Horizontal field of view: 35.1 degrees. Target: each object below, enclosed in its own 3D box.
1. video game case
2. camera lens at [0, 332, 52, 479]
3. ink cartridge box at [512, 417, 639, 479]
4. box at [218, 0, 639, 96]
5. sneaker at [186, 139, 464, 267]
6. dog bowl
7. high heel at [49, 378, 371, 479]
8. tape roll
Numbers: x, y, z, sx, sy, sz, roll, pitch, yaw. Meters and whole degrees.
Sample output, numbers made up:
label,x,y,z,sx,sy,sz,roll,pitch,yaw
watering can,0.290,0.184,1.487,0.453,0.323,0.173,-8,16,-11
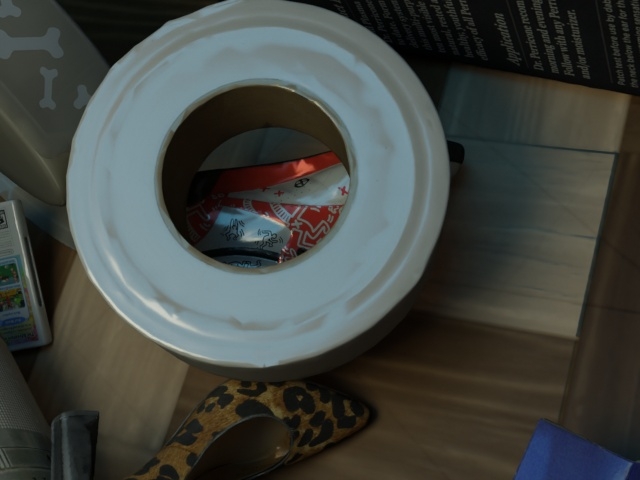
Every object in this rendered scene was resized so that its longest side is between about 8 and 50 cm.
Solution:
label,x,y,z,sx,sy,sz,roll,pitch,yaw
video game case,-0.348,0.045,0.991,0.157,0.019,0.143,-11,92,17
camera lens,-0.326,0.202,0.829,0.219,0.219,0.274,-39,59,2
ink cartridge box,0.220,0.304,0.607,0.307,0.072,0.304,24,78,11
box,0.153,-0.425,0.872,0.471,0.297,0.480,17,73,27
sneaker,-0.001,0.000,0.873,0.270,0.090,0.145,-9,85,2
dog bowl,-0.296,-0.145,0.917,0.348,0.349,0.102,30,68,30
high heel,-0.072,0.191,0.750,0.261,0.093,0.186,-6,33,-11
tape roll,-0.044,-0.038,0.776,0.286,0.100,0.286,-1,76,4
